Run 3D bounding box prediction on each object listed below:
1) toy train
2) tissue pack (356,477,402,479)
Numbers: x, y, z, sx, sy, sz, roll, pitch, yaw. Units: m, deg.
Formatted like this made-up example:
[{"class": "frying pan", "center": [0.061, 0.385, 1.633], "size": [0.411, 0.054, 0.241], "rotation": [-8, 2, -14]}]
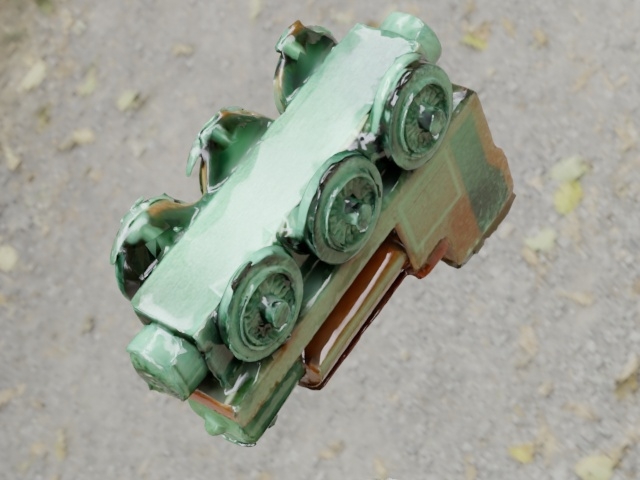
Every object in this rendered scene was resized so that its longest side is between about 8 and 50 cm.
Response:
[{"class": "toy train", "center": [0.000, 0.000, 0.537], "size": [0.074, 0.118, 0.176], "rotation": [20, 64, 35]}, {"class": "tissue pack", "center": [0.072, 0.239, 0.698], "size": [0.186, 0.090, 0.222], "rotation": [6, 92, 34]}]
